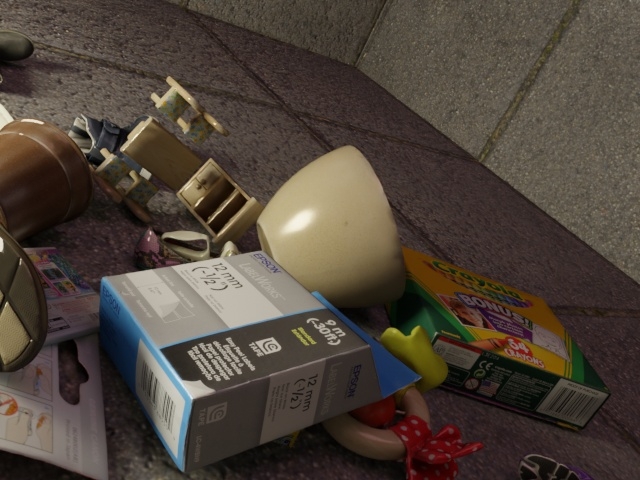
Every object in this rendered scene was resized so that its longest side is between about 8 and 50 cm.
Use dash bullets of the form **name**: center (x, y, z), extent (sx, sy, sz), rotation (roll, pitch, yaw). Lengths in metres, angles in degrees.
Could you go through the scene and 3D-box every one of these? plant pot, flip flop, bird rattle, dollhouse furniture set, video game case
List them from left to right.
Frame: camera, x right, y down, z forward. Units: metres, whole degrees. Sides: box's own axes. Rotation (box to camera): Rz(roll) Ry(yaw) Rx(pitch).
- **flip flop**: center (-0.370, 0.025, 0.734), extent (0.277, 0.112, 0.080), rotation (41, -2, 25)
- **plant pot**: center (-0.433, -0.066, 0.935), extent (0.167, 0.167, 0.165), rotation (28, 31, 2)
- **video game case**: center (-0.340, 0.065, 0.845), extent (0.143, 0.019, 0.157), rotation (45, 12, 10)
- **dollhouse furniture set**: center (-0.230, -0.110, 1.173), extent (0.161, 0.212, 0.242), rotation (44, 1, 37)
- **plant pot**: center (0.000, 0.000, 1.172), extent (0.191, 0.284, 0.284), rotation (-19, 39, -11)
- **bird rattle**: center (0.092, 0.246, 0.942), extent (0.207, 0.143, 0.253), rotation (10, 39, -10)

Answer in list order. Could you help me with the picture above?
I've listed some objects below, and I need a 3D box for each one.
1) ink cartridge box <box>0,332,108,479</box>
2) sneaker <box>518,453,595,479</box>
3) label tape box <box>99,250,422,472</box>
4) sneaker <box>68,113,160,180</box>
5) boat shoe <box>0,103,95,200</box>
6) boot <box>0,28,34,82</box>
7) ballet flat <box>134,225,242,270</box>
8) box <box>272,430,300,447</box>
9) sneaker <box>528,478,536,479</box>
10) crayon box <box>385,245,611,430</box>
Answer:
- **ink cartridge box**: center (-0.418, 0.111, 0.707), extent (0.385, 0.091, 0.308), rotation (32, 16, -35)
- **sneaker**: center (0.362, 0.365, 1.023), extent (0.170, 0.068, 0.071), rotation (30, 6, -16)
- **label tape box**: center (-0.067, 0.118, 0.861), extent (0.348, 0.115, 0.249), rotation (-12, 34, -35)
- **sneaker**: center (-0.406, -0.211, 1.341), extent (0.163, 0.086, 0.226), rotation (20, 25, -24)
- **boat shoe**: center (-0.499, -0.142, 1.094), extent (0.305, 0.091, 0.109), rotation (26, 66, 11)
- **boot**: center (-0.683, -0.383, 1.416), extent (0.190, 0.076, 0.208), rotation (-7, 31, -30)
- **ballet flat**: center (-0.183, 0.030, 1.088), extent (0.222, 0.079, 0.077), rotation (18, 24, -21)
- **box**: center (-0.056, 0.194, 0.916), extent (0.059, 0.054, 0.169), rotation (22, 23, -13)
- **sneaker**: center (0.345, 0.385, 0.965), extent (0.067, 0.042, 0.118), rotation (-7, 48, -47)
- **crayon box**: center (0.313, 0.174, 1.288), extent (0.363, 0.106, 0.313), rotation (20, 24, -16)
